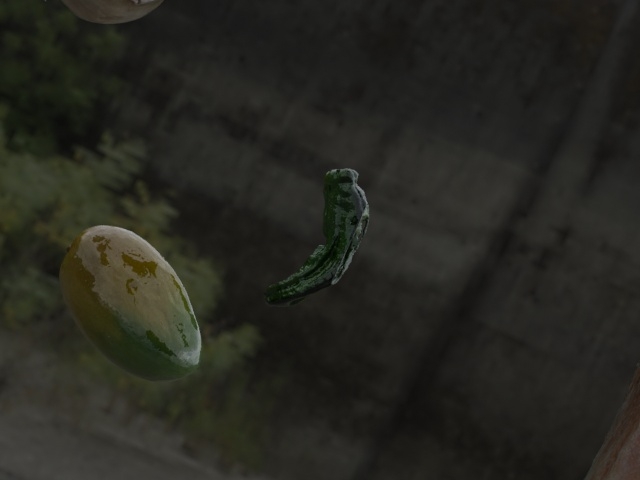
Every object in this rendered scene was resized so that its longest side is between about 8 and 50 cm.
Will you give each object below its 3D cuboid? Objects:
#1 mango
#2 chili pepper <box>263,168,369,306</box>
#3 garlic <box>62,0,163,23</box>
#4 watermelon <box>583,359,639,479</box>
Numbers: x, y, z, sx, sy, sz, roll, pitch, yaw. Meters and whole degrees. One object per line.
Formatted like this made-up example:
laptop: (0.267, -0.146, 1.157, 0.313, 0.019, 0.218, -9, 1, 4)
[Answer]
mango: (-0.203, 0.071, 1.970, 0.195, 0.130, 0.092, 47, -43, -6)
chili pepper: (0.004, 0.005, 2.079, 0.073, 0.182, 0.050, 28, -4, 4)
garlic: (-0.188, -0.294, 1.751, 0.090, 0.198, 0.128, 0, -39, 44)
watermelon: (0.363, 0.187, 1.497, 0.250, 0.293, 0.283, 26, -10, 9)
